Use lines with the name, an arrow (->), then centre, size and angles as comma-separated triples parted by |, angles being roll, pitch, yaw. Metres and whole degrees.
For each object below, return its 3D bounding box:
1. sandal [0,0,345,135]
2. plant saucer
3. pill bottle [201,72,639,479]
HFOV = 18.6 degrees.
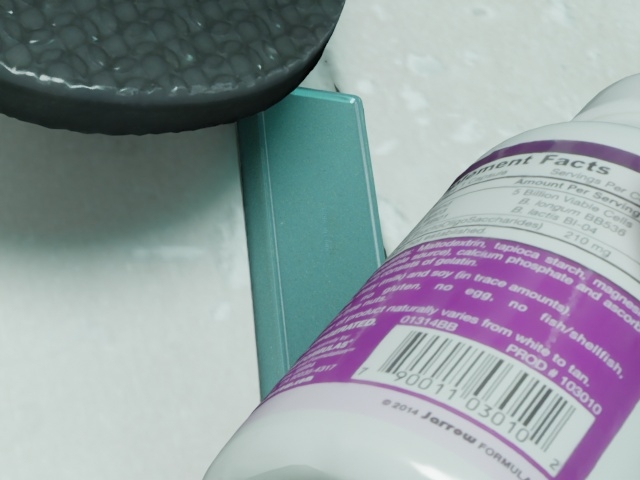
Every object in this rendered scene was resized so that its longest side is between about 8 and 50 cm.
sandal -> -0.062, -0.143, 0.944 | 0.167, 0.107, 0.446 | 24, 33, 0
plant saucer -> 0.000, 0.000, 0.888 | 0.067, 0.018, 0.192 | 7, 50, -17
pill bottle -> 0.093, 0.058, 0.773 | 0.169, 0.169, 0.301 | 35, 47, 9
